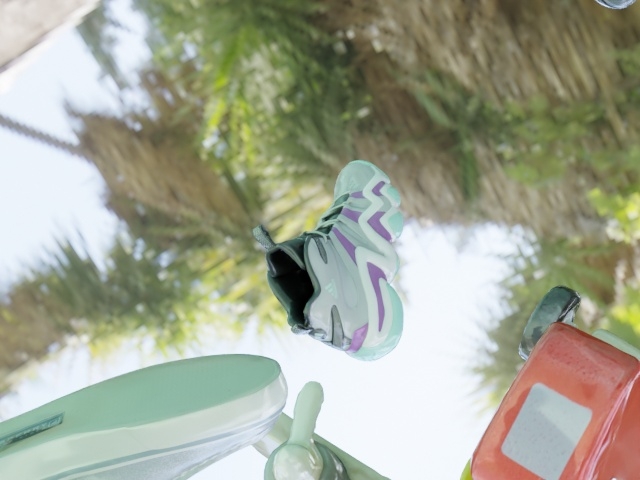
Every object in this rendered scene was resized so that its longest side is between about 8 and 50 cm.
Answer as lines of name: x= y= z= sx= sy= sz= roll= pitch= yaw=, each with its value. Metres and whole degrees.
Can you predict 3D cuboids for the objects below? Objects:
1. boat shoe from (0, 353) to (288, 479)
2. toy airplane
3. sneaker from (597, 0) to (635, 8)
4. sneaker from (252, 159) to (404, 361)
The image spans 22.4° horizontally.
boat shoe: x=-0.116 y=0.126 z=0.848 sx=0.227 sy=0.081 sz=0.079 roll=-19 pitch=-162 yaw=9
toy airplane: x=0.133 y=0.252 z=1.155 sx=0.386 sy=0.384 sz=0.272 roll=-15 pitch=-160 yaw=48
sneaker: x=0.307 y=-0.344 z=1.639 sx=0.083 sy=0.224 sz=0.098 roll=-5 pitch=-165 yaw=-7
sneaker: x=0.000 y=0.000 z=0.688 sx=0.038 sy=0.069 sz=0.098 roll=-42 pitch=-139 yaw=41
